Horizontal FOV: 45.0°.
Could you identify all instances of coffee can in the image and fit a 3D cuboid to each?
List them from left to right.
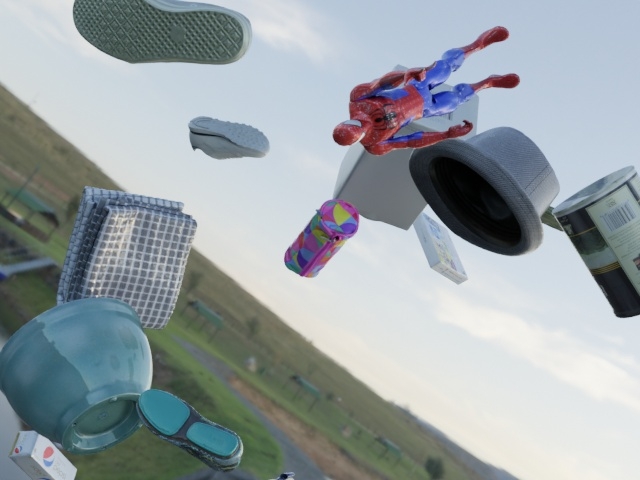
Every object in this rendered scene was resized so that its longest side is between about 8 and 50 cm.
[{"bbox_3d":[0.669,0.003,1.700,0.275,0.202,0.201,58,-11,1],"label":"coffee can"}]

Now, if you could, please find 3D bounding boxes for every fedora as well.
[{"bbox_3d":[0.277,-0.096,1.237,0.243,0.124,0.275,51,-13,-11],"label":"fedora"}]

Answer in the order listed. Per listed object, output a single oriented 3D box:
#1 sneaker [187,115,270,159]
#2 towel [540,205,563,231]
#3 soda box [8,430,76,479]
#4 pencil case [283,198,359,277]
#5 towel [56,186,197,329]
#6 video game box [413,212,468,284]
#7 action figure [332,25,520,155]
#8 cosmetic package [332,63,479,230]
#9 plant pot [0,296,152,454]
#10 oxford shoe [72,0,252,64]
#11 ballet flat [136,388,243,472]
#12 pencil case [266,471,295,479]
[{"bbox_3d":[-0.236,-0.252,2.022,0.235,0.090,0.094,19,-51,19],"label":"sneaker"},{"bbox_3d":[0.560,-0.061,1.919,0.148,0.027,0.110,23,-8,10],"label":"towel"},{"bbox_3d":[-0.722,0.581,2.019,0.069,0.073,0.216,-5,-44,12],"label":"soda box"},{"bbox_3d":[0.000,0.000,1.700,0.104,0.104,0.236,35,-35,-3],"label":"pencil case"},{"bbox_3d":[-0.403,0.044,1.629,0.235,0.283,0.121,11,14,-36],"label":"towel"},{"bbox_3d":[0.373,0.023,2.429,0.187,0.048,0.205,32,33,-48],"label":"video game box"},{"bbox_3d":[0.139,-0.163,0.841,0.139,0.280,0.091,5,-61,55],"label":"action figure"},{"bbox_3d":[0.190,-0.202,1.817,0.217,0.156,0.385,19,-33,-11],"label":"cosmetic package"},{"bbox_3d":[-0.444,0.281,1.479,0.196,0.293,0.293,51,0,33],"label":"plant pot"},{"bbox_3d":[-0.355,-0.483,1.765,0.450,0.169,0.130,11,18,14],"label":"oxford shoe"},{"bbox_3d":[-0.193,0.284,1.134,0.188,0.070,0.070,26,-13,28],"label":"ballet flat"},{"bbox_3d":[-0.230,0.613,1.666,0.411,0.159,0.183,-16,-41,16],"label":"pencil case"}]
